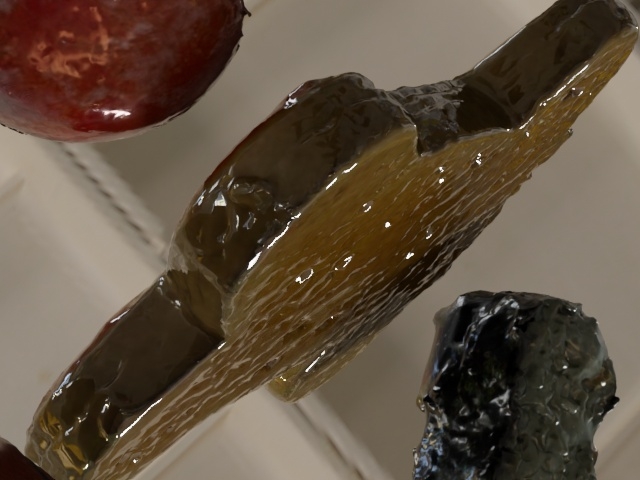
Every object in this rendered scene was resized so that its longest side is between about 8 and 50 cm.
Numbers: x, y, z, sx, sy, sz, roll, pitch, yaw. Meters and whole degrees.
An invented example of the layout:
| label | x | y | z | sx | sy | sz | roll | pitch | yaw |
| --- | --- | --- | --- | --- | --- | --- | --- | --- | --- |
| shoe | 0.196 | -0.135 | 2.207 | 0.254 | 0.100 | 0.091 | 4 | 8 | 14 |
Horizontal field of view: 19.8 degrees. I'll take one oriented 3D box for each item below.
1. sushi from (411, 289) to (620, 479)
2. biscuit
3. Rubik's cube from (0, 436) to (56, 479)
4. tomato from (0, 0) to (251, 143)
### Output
| label | x | y | z | sx | sy | sz | roll | pitch | yaw |
| --- | --- | --- | --- | --- | --- | --- | --- | --- | --- |
| sushi | 0.133 | 0.143 | 1.280 | 0.147 | 0.115 | 0.212 | 19 | -109 | -40 |
| biscuit | 0.000 | 0.000 | 1.090 | 0.076 | 0.368 | 0.394 | 49 | -143 | 12 |
| Rubik's cube | -0.208 | 0.194 | 0.856 | 0.205 | 0.207 | 0.205 | 43 | -92 | -16 |
| tomato | -0.133 | -0.112 | 0.885 | 0.173 | 0.189 | 0.099 | 40 | -125 | -9 |
